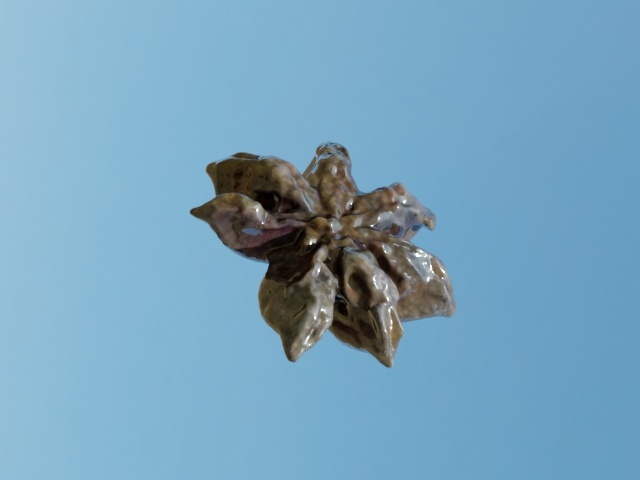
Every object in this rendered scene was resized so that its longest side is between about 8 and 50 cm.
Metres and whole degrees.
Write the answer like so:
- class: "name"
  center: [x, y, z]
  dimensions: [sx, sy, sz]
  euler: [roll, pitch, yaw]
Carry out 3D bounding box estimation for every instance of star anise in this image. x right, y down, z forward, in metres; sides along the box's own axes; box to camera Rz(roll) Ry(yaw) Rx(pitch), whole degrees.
- class: "star anise"
  center: [0.015, 0.001, 0.965]
  dimensions: [0.212, 0.197, 0.073]
  euler: [53, -44, 27]
